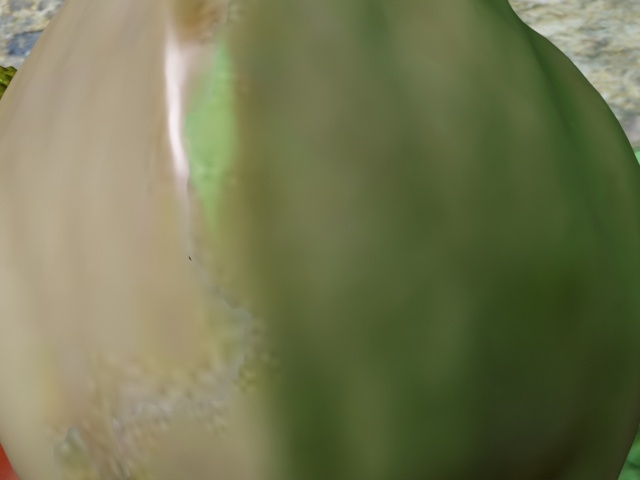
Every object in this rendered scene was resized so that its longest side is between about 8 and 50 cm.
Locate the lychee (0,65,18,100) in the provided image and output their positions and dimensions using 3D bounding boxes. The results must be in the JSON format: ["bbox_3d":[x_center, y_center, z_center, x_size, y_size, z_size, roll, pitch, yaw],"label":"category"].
[{"bbox_3d":[-0.214,-0.055,0.876,0.146,0.114,0.114,-18,44,-35],"label":"lychee"}]

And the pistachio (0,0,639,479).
[{"bbox_3d":[0.000,0.000,0.634,0.281,0.365,0.445,-9,19,9],"label":"pistachio"}]

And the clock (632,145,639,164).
[{"bbox_3d":[0.314,-0.030,0.748,0.324,0.109,0.265,19,67,23],"label":"clock"}]

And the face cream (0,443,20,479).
[{"bbox_3d":[-0.151,0.181,0.650,0.095,0.096,0.214,5,47,13],"label":"face cream"}]
